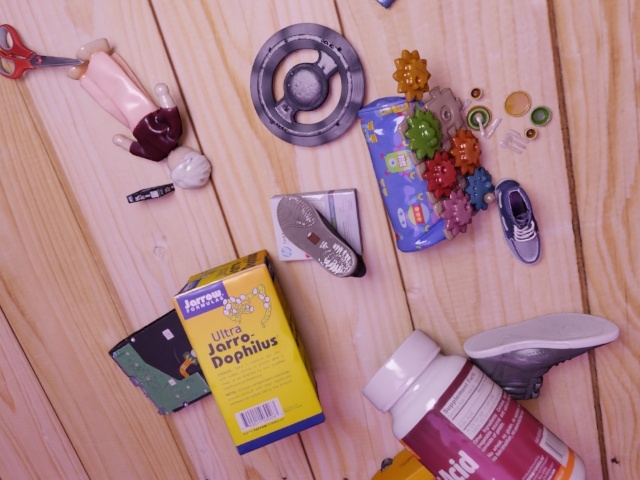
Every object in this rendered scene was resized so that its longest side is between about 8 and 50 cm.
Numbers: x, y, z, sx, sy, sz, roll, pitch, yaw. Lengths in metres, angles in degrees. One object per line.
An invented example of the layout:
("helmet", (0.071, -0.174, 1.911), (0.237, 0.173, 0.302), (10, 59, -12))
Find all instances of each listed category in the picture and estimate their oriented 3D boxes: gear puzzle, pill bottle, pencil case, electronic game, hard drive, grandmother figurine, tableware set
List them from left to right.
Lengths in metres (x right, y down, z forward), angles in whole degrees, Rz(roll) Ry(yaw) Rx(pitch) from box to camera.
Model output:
("grandmother figurine", (-0.362, -0.250, 0.949), (0.342, 0.104, 0.208), (50, 138, -11))
("hard drive", (-0.343, 0.292, 1.149), (0.339, 0.064, 0.237), (-32, 100, 19))
("electronic game", (-0.028, -0.300, 0.884), (0.229, 0.048, 0.229), (4, 109, 11))
("pencil case", (0.172, -0.126, 0.866), (0.133, 0.119, 0.306), (-11, 107, 29))
("gear puzzle", (0.225, -0.180, 0.798), (0.044, 0.175, 0.339), (2, 127, 55))
("pill bottle", (0.290, 0.380, 0.917), (0.392, 0.224, 0.224), (41, 114, 19))
("tableware set", (0.343, -0.236, 0.845), (0.154, 0.024, 0.104), (29, 112, 1))

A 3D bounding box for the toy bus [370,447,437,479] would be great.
("toy bus", (0.243, 0.584, 1.110), (0.130, 0.108, 0.332), (39, 112, -4))

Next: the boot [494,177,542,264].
("boot", (0.387, -0.025, 0.877), (0.069, 0.086, 0.190), (-23, 103, 18))

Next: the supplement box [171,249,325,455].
("supplement box", (-0.145, 0.227, 0.976), (0.195, 0.194, 0.356), (-21, 100, -4))

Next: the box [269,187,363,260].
("box", (-0.008, -0.033, 0.981), (0.186, 0.038, 0.145), (-3, 108, 14))

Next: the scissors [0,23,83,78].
("scissors", (-0.595, -0.366, 0.943), (0.297, 0.021, 0.109), (28, 108, 21))

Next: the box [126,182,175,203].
("box", (-0.380, -0.106, 1.013), (0.083, 0.067, 0.018), (-9, 108, 15))

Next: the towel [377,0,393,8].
("towel", (0.131, -0.480, 0.798), (0.067, 0.029, 0.119), (39, 111, -4))

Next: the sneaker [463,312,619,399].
("sneaker", (0.471, 0.251, 0.955), (0.296, 0.104, 0.146), (-18, 107, 23))

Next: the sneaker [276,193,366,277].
("sneaker", (0.000, 0.000, 0.933), (0.083, 0.118, 0.222), (-44, 68, 6))
